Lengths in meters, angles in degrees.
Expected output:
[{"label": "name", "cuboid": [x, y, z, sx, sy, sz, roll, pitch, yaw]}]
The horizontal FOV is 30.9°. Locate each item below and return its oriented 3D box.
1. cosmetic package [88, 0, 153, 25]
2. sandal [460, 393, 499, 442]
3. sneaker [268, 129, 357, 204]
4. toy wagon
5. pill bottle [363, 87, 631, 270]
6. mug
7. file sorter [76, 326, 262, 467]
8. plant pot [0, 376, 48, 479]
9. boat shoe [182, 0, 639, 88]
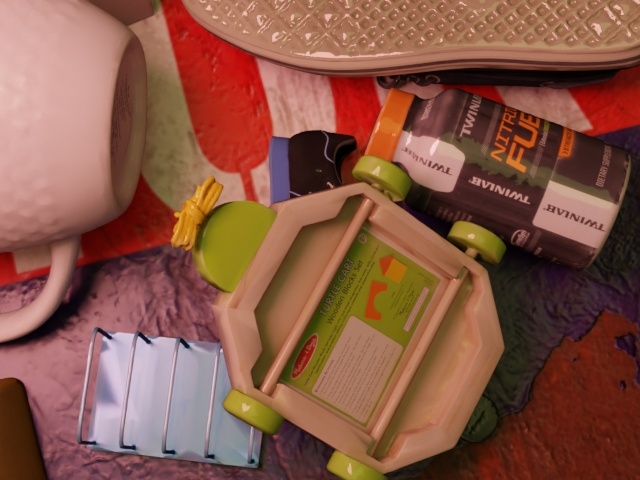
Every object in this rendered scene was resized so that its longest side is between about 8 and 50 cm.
[{"label": "cosmetic package", "cuboid": [-0.261, -0.385, 1.067, 0.097, 0.377, 0.284, -24, 81, -7]}, {"label": "sandal", "cuboid": [0.100, 0.135, 1.147, 0.179, 0.040, 0.067, 33, 82, 5]}, {"label": "sneaker", "cuboid": [0.000, 0.000, 1.151, 0.091, 0.081, 0.232, -5, 78, 5]}, {"label": "toy wagon", "cuboid": [0.012, 0.056, 1.053, 0.344, 0.068, 0.267, 33, 77, -20]}, {"label": "pill bottle", "cuboid": [0.167, -0.070, 1.143, 0.246, 0.130, 0.130, 20, 80, 3]}, {"label": "mug", "cuboid": [-0.338, -0.075, 1.080, 0.328, 0.276, 0.374, 5, 112, 2]}, {"label": "file sorter", "cuboid": [-0.138, 0.149, 1.108, 0.170, 0.104, 0.118, 6, 79, 0]}, {"label": "plant pot", "cuboid": [-0.367, 0.246, 1.043, 0.212, 0.187, 0.212, -16, 80, -5]}, {"label": "boat shoe", "cuboid": [0.099, -0.238, 1.167, 0.500, 0.156, 0.186, 6, 84, 12]}]
